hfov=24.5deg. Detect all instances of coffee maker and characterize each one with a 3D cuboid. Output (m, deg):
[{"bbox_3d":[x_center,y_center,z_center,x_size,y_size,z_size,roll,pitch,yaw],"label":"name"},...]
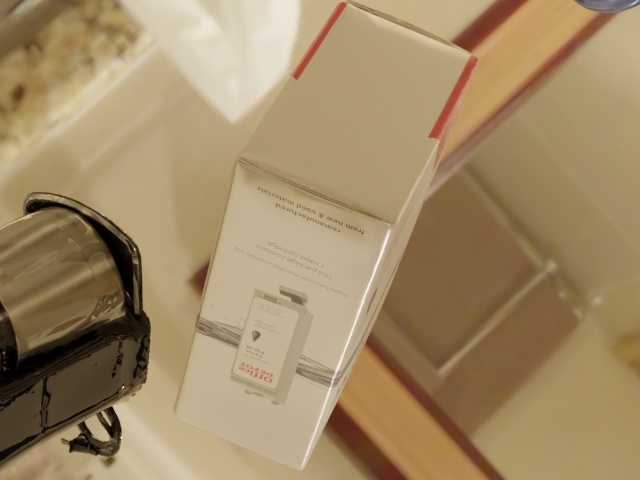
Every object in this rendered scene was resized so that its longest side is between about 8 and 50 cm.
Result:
[{"bbox_3d":[-0.184,0.081,0.804,0.120,0.171,0.178,-2,-160,41],"label":"coffee maker"}]

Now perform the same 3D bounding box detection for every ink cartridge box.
[{"bbox_3d":[0.000,0.000,1.091,0.283,0.117,0.207,108,7,-45],"label":"ink cartridge box"}]

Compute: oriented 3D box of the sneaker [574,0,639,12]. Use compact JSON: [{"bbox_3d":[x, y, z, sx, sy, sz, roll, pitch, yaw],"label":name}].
[{"bbox_3d":[0.161,-0.251,0.782,0.131,0.112,0.296,-37,144,-46],"label":"sneaker"}]
